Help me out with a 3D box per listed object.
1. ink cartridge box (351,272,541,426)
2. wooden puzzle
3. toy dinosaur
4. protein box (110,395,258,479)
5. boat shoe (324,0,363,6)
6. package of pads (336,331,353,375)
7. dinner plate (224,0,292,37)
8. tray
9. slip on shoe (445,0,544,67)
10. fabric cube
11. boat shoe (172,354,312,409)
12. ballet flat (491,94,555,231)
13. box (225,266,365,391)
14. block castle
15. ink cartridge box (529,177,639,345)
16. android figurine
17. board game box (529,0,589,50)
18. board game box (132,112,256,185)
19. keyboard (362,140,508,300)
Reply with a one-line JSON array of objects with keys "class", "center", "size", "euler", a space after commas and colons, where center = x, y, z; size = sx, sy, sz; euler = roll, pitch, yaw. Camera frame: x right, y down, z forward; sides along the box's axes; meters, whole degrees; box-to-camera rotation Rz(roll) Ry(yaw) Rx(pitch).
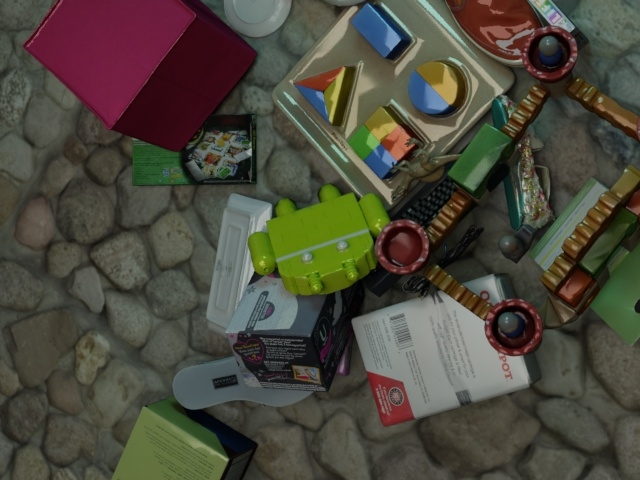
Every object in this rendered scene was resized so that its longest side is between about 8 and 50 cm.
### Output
[{"class": "ink cartridge box", "center": [0.218, 0.186, 1.888], "size": [0.272, 0.114, 0.197], "euler": [-19, 84, 22]}, {"class": "wooden puzzle", "center": [0.114, -0.273, 1.936], "size": [0.348, 0.080, 0.322], "euler": [-45, 76, 16]}, {"class": "toy dinosaur", "center": [0.184, -0.134, 1.881], "size": [0.183, 0.092, 0.053], "euler": [-27, 41, 30]}, {"class": "protein box", "center": [-0.263, 0.435, 2.071], "size": [0.199, 0.136, 0.201], "euler": [28, 100, 18]}, {"class": "boat shoe", "center": [0.003, -0.471, 1.946], "size": [0.219, 0.070, 0.078], "euler": [18, 74, 35]}, {"class": "package of pads", "center": [0.030, 0.204, 2.006], "size": [0.050, 0.032, 0.083], "euler": [7, 94, 20]}, {"class": "dinner plate", "center": [-0.120, -0.452, 2.058], "size": [0.141, 0.017, 0.141], "euler": [0, 90, 22]}, {"class": "tray", "center": [-0.161, 0.052, 2.043], "size": [0.145, 0.030, 0.271], "euler": [17, 99, 52]}, {"class": "slip on shoe", "center": [0.266, -0.432, 1.852], "size": [0.123, 0.101, 0.331], "euler": [-32, 80, 1]}, {"class": "fabric cube", "center": [-0.322, -0.345, 1.993], "size": [0.254, 0.258, 0.259], "euler": [43, 101, 18]}, {"class": "boat shoe", "center": [-0.122, 0.254, 2.030], "size": [0.306, 0.105, 0.113], "euler": [-17, 89, 27]}, {"class": "ballet flat", "center": [0.345, -0.131, 1.860], "size": [0.077, 0.091, 0.241], "euler": [-10, 93, -11]}, {"class": "box", "center": [-0.041, 0.122, 1.902], "size": [0.163, 0.247, 0.142], "euler": [1, 130, 21]}, {"class": "block castle", "center": [0.329, -0.066, 1.670], "size": [0.303, 0.213, 0.453], "euler": [38, 91, 20]}, {"class": "ink cartridge box", "center": [0.466, 0.031, 1.764], "size": [0.171, 0.056, 0.235], "euler": [-53, 42, 14]}, {"class": "android figurine", "center": [0.000, 0.000, 1.879], "size": [0.248, 0.273, 0.056], "euler": [-17, 125, 1]}, {"class": "board game box", "center": [0.384, -0.364, 1.788], "size": [0.026, 0.154, 0.103], "euler": [-42, 76, 18]}, {"class": "board game box", "center": [-0.244, -0.173, 2.107], "size": [0.259, 0.030, 0.136], "euler": [1, 94, 21]}, {"class": "keyboard", "center": [0.193, -0.022, 1.882], "size": [0.317, 0.033, 0.201], "euler": [-46, 39, 16]}]
